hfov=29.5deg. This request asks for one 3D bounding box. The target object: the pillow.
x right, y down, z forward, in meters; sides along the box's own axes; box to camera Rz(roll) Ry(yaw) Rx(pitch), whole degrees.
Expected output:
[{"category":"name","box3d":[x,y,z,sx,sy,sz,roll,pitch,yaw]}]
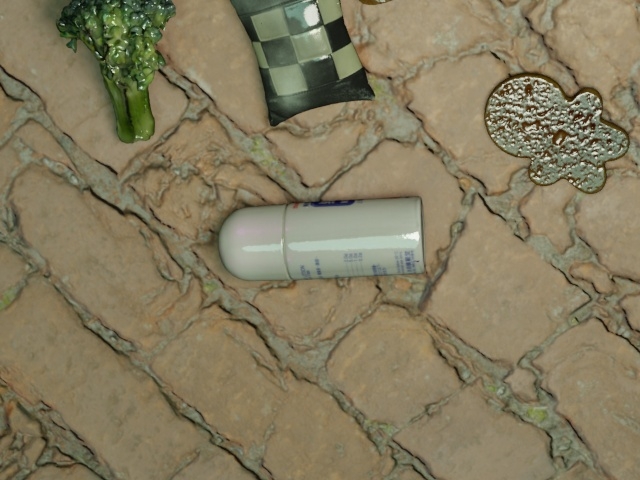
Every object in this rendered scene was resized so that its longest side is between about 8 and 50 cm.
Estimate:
[{"category":"pillow","box3d":[-0.032,-0.313,1.908,0.186,0.106,0.250,-11,112,17]}]

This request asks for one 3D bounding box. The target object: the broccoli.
[{"category":"broccoli","box3d":[-0.289,-0.274,1.915,0.177,0.198,0.275,-31,118,-31]}]

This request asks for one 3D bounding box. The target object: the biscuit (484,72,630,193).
[{"category":"biscuit","box3d":[0.373,-0.176,1.944,0.236,0.039,0.180,31,112,-4]}]

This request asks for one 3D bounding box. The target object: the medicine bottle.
[{"category":"medicine bottle","box3d":[0.000,0.000,2.001,0.340,0.130,0.130,-4,109,8]}]

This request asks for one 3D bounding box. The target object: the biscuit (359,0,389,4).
[{"category":"biscuit","box3d":[0.118,-0.472,1.868,0.290,0.041,0.208,-18,107,17]}]
